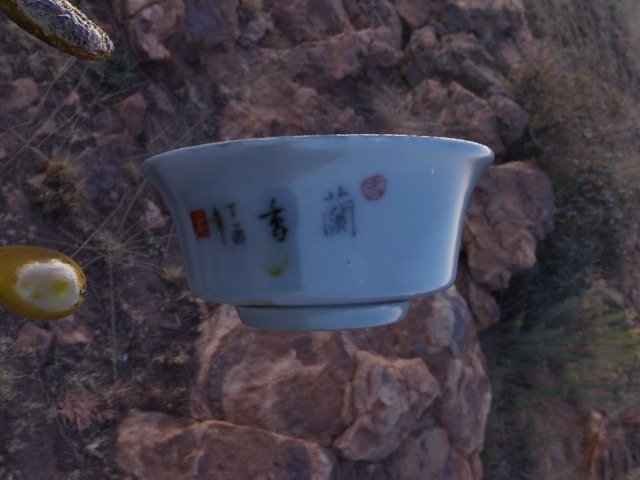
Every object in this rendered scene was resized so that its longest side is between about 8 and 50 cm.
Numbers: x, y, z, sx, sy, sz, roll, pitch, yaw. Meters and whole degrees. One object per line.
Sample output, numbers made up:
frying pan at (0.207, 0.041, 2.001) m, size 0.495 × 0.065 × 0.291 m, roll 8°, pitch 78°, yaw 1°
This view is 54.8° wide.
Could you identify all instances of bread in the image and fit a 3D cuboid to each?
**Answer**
bread at (-0.403, -0.342, 0.939) m, size 0.193 × 0.064 × 0.193 m, roll 34°, pitch 13°, yaw -9°

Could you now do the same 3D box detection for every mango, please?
mango at (-0.398, 0.053, 0.840) m, size 0.115 × 0.178 × 0.090 m, roll -15°, pitch 115°, yaw -60°

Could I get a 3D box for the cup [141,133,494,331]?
cup at (0.000, 0.000, 0.628) m, size 0.347 × 0.347 × 0.163 m, roll -3°, pitch 92°, yaw -50°
